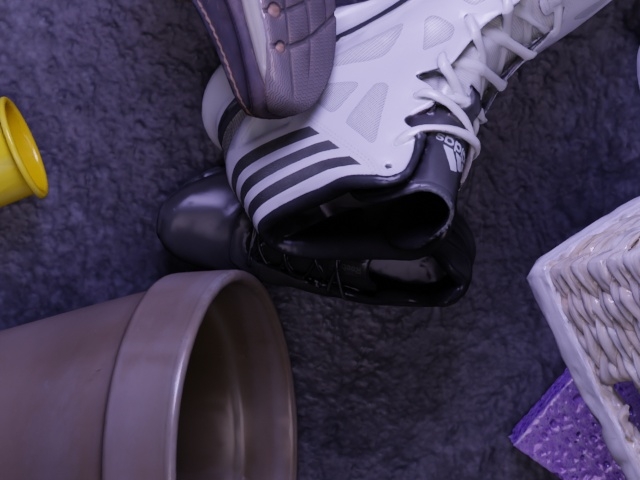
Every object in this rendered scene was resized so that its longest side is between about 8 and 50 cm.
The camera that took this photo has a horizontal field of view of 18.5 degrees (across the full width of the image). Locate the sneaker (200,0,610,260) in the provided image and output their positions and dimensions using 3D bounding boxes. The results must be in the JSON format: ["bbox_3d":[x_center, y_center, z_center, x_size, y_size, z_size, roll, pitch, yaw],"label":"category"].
[{"bbox_3d":[0.128,-0.123,1.595,0.447,0.257,0.169,-31,134,10],"label":"sneaker"}]

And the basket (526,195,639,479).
[{"bbox_3d":[0.412,0.077,1.575,0.331,0.266,0.328,-29,94,-23],"label":"basket"}]

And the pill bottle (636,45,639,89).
[{"bbox_3d":[0.361,-0.153,1.700,0.160,0.087,0.087,-9,106,-9],"label":"pill bottle"}]

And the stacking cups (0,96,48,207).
[{"bbox_3d":[-0.399,-0.027,1.693,0.316,0.096,0.096,-20,106,3],"label":"stacking cups"}]

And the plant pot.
[{"bbox_3d":[-0.196,0.187,1.669,0.280,0.323,0.323,-2,106,16],"label":"plant pot"}]

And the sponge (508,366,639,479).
[{"bbox_3d":[0.285,0.140,1.812,0.117,0.031,0.210,38,99,-13],"label":"sponge"}]

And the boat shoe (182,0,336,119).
[{"bbox_3d":[-0.087,-0.251,1.594,0.130,0.132,0.355,-24,69,28],"label":"boat shoe"}]

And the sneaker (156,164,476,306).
[{"bbox_3d":[0.000,0.000,1.706,0.286,0.130,0.109,5,106,-4],"label":"sneaker"}]
